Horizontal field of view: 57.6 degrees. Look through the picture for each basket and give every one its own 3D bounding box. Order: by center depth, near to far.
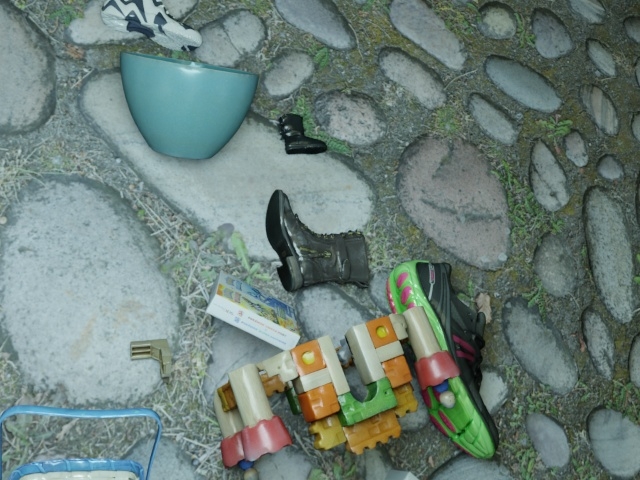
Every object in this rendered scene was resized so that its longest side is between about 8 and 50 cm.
[{"bbox_3d":[-0.419,0.419,0.985,0.255,0.201,0.289,9,101,-19],"label":"basket"}]

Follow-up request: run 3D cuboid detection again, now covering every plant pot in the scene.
[{"bbox_3d":[-0.290,-0.287,1.269,0.290,0.290,0.195,3,108,-20],"label":"plant pot"}]

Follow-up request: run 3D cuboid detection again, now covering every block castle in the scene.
[{"bbox_3d":[0.029,0.313,1.159,0.453,0.303,0.213,-14,73,-25],"label":"block castle"}]

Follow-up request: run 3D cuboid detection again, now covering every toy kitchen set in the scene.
[{"bbox_3d":[-0.339,0.250,1.167,0.075,0.083,0.068,-1,115,-21],"label":"toy kitchen set"}]

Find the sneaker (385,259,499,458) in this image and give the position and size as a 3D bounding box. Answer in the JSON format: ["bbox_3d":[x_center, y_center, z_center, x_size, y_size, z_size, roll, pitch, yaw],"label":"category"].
[{"bbox_3d":[0.320,0.263,1.353,0.202,0.185,0.483,-15,80,-21],"label":"sneaker"}]

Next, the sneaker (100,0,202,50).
[{"bbox_3d":[-0.387,-0.558,1.392,0.235,0.094,0.153,13,77,-6],"label":"sneaker"}]

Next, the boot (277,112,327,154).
[{"bbox_3d":[-0.047,-0.267,1.461,0.121,0.045,0.099,-5,72,-22],"label":"boot"}]

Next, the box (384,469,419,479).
[{"bbox_3d":[0.197,0.599,1.245,0.170,0.091,0.130,44,63,-3],"label":"box"}]

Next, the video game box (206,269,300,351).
[{"bbox_3d":[-0.138,0.142,1.206,0.187,0.205,0.048,26,96,-11],"label":"video game box"}]

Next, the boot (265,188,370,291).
[{"bbox_3d":[0.000,0.000,1.378,0.229,0.091,0.263,-8,80,-29],"label":"boot"}]
